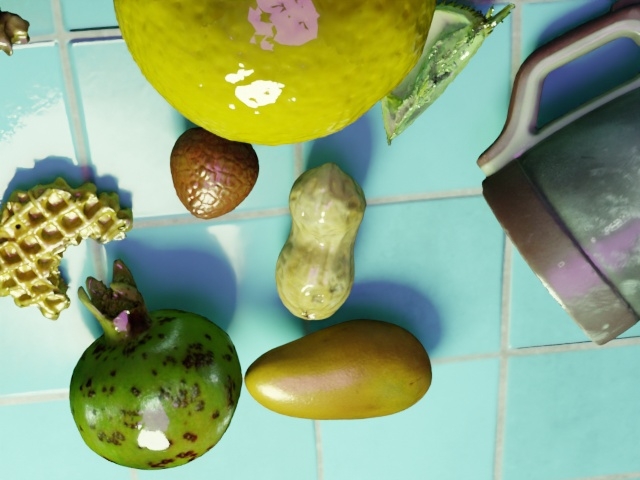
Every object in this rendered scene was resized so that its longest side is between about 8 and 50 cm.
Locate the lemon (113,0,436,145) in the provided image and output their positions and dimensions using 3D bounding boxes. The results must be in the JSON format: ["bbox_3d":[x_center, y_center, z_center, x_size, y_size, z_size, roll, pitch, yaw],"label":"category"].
[{"bbox_3d":[-0.044,-0.243,1.336,0.336,0.336,0.336,-3,125,-5],"label":"lemon"}]

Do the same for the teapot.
[{"bbox_3d":[0.344,-0.095,1.575,0.312,0.233,0.315,-37,93,10],"label":"teapot"}]

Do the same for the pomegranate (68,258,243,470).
[{"bbox_3d":[-0.204,0.154,1.672,0.211,0.211,0.263,-19,113,7],"label":"pomegranate"}]

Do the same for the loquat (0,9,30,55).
[{"bbox_3d":[-0.410,-0.223,1.389,0.246,0.213,0.213,7,123,-12],"label":"loquat"}]

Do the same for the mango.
[{"bbox_3d":[0.026,0.160,1.736,0.253,0.113,0.138,0,141,-25],"label":"mango"}]

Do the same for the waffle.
[{"bbox_3d":[-0.312,0.010,1.647,0.149,0.051,0.194,20,119,-17],"label":"waffle"}]

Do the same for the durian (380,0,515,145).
[{"bbox_3d":[0.133,-0.197,1.526,0.086,0.100,0.215,23,126,-24],"label":"durian"}]

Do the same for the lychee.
[{"bbox_3d":[-0.113,-0.092,1.578,0.114,0.140,0.101,22,157,-37],"label":"lychee"}]

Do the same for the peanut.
[{"bbox_3d":[0.000,0.000,1.645,0.098,0.103,0.229,-6,128,-19],"label":"peanut"}]
